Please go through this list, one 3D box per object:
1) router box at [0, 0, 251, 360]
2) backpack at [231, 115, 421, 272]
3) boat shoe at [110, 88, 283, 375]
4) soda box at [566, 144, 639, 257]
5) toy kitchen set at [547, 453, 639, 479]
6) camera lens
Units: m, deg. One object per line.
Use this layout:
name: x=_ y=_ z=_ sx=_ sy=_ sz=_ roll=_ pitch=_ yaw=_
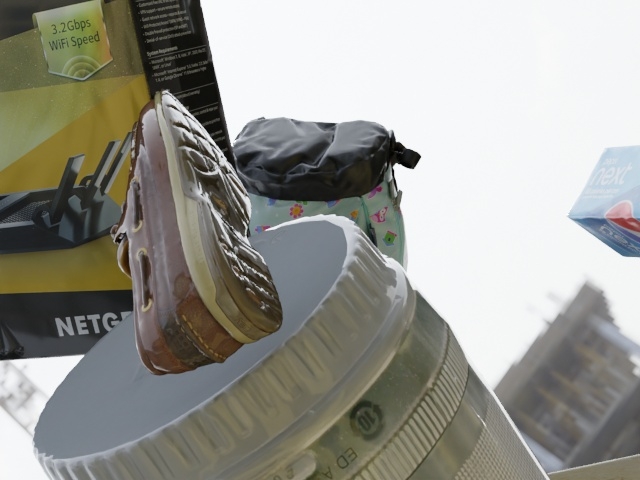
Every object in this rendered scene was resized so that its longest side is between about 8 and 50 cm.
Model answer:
router box: x=-0.203 y=-0.048 z=0.968 sx=0.081 sy=0.309 sz=0.242 roll=-26 pitch=-73 yaw=-59
backpack: x=0.000 y=0.000 z=1.207 sx=0.115 sy=0.152 sz=0.182 roll=-43 pitch=-48 yaw=-44
boat shoe: x=-0.067 y=-0.008 z=0.680 sx=0.060 sy=0.178 sz=0.064 roll=-34 pitch=-54 yaw=11
soda box: x=0.272 y=-0.029 z=1.174 sx=0.067 sy=0.210 sz=0.071 roll=33 pitch=-97 yaw=-12
toy kitchen set: x=0.278 y=0.338 z=1.463 sx=0.122 sy=0.207 sz=0.166 roll=-8 pitch=-29 yaw=-15
camera lens: x=0.009 y=0.153 z=0.799 sx=0.219 sy=0.219 sz=0.274 roll=-41 pitch=-71 yaw=-20
